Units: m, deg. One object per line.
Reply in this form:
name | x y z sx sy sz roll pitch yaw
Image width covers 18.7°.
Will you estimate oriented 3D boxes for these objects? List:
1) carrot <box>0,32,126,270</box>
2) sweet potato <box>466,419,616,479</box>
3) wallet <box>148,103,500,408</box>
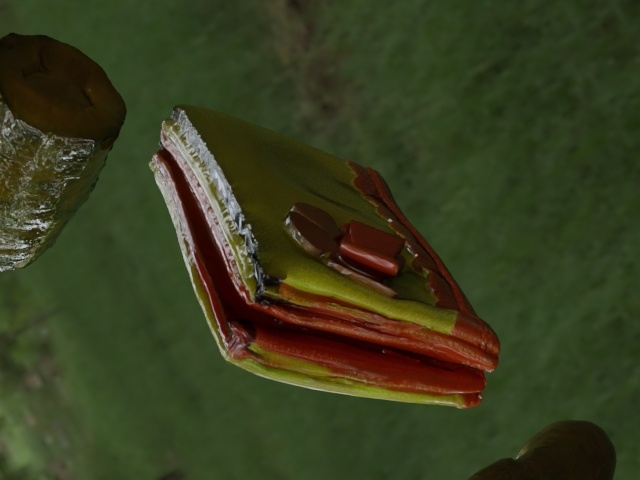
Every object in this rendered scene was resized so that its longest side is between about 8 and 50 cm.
carrot | -0.151 -0.042 0.988 0.082 0.082 0.173 59 145 11
sweet potato | 0.182 0.181 1.509 0.074 0.075 0.269 59 -153 12
wallet | 0.000 0.000 0.992 0.141 0.067 0.241 15 -161 -21
